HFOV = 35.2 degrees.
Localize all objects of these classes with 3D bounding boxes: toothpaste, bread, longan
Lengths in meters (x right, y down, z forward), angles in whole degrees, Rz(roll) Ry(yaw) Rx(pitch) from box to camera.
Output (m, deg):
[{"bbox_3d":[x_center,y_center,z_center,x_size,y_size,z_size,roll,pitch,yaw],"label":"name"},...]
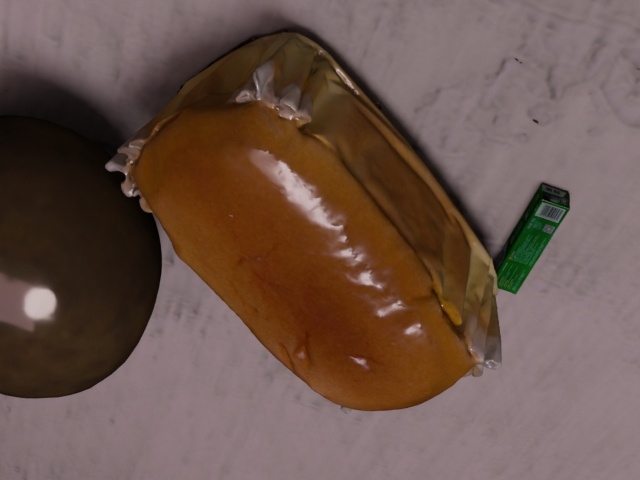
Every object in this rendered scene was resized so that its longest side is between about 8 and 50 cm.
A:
[{"bbox_3d":[0.133,0.000,0.647,0.020,0.017,0.083,18,134,-4],"label":"toothpaste"},{"bbox_3d":[0.000,0.000,0.615,0.136,0.107,0.241,-24,117,34],"label":"bread"},{"bbox_3d":[-0.191,0.001,0.643,0.204,0.159,0.185,48,141,24],"label":"longan"}]
